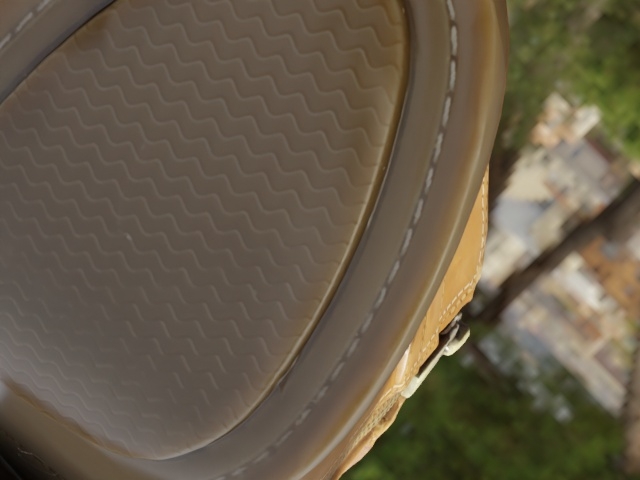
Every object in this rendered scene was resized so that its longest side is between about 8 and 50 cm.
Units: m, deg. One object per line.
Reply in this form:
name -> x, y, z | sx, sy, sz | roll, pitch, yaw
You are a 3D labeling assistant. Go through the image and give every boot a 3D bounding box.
boot -> 0.000, 0.000, 0.475 | 0.109, 0.283, 0.220 | 35, -141, 14
